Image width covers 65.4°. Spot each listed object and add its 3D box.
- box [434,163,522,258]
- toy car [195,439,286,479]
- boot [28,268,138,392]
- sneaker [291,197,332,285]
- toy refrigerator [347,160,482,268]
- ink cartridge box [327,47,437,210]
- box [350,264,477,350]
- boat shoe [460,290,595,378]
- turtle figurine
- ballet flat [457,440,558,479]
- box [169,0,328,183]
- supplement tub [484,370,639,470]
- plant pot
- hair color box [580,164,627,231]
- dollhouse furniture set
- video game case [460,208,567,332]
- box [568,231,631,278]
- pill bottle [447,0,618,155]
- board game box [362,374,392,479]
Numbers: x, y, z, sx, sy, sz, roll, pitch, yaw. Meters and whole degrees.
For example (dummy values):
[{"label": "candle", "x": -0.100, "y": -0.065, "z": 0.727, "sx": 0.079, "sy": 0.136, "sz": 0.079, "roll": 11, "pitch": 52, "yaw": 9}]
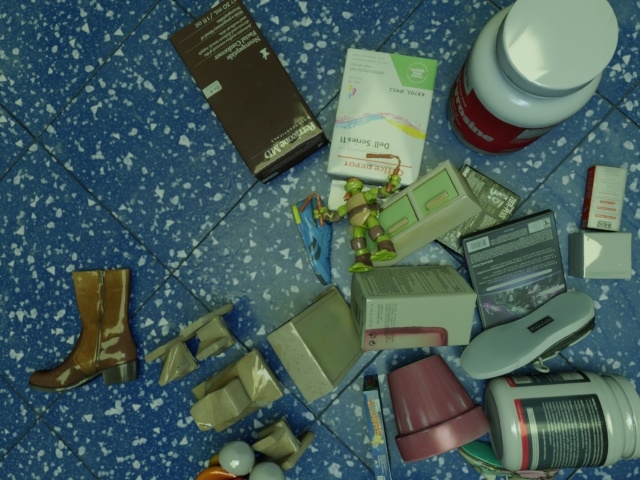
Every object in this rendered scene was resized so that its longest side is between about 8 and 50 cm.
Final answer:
[{"label": "box", "x": 0.337, "y": -0.057, "z": 1.132, "sx": 0.147, "sy": 0.077, "sz": 0.180, "roll": 32, "pitch": 93, "yaw": 5}, {"label": "toy car", "x": -0.165, "y": 0.503, "z": 0.980, "sx": 0.182, "sy": 0.136, "sz": 0.159, "roll": 28, "pitch": 109, "yaw": 16}, {"label": "boot", "x": -0.582, "y": 0.213, "z": 1.209, "sx": 0.264, "sy": 0.096, "sz": 0.280, "roll": -8, "pitch": 87, "yaw": 6}, {"label": "sneaker", "x": 0.000, "y": 0.000, "z": 1.170, "sx": 0.082, "sy": 0.069, "sz": 0.209, "roll": -18, "pitch": 87, "yaw": 1}, {"label": "toy refrigerator", "x": 0.195, "y": -0.047, "z": 1.077, "sx": 0.269, "sy": 0.094, "sz": 0.102, "roll": -33, "pitch": 53, "yaw": 25}, {"label": "ink cartridge box", "x": 0.133, "y": -0.231, "z": 1.136, "sx": 0.207, "sy": 0.119, "sz": 0.353, "roll": 9, "pitch": 90, "yaw": 5}, {"label": "box", "x": 0.191, "y": 0.140, "z": 1.070, "sx": 0.232, "sy": 0.148, "sz": 0.127, "roll": -1, "pitch": 112, "yaw": -7}, {"label": "boat shoe", "x": 0.452, "y": 0.224, "z": 1.080, "sx": 0.306, "sy": 0.113, "sz": 0.105, "roll": -32, "pitch": 122, "yaw": -4}, {"label": "turtle figurine", "x": 0.078, "y": -0.046, "z": 1.059, "sx": 0.269, "sy": 0.087, "sz": 0.217, "roll": -24, "pitch": 66, "yaw": 30}, {"label": "ballet flat", "x": 0.416, "y": 0.508, "z": 1.120, "sx": 0.221, "sy": 0.077, "sz": 0.079, "roll": 7, "pitch": 110, "yaw": 5}, {"label": "box", "x": -0.163, "y": -0.344, "z": 1.161, "sx": 0.191, "sy": 0.143, "sz": 0.381, "roll": -33, "pitch": 87, "yaw": 4}, {"label": "supplement tub", "x": 0.501, "y": 0.375, "z": 1.048, "sx": 0.272, "sy": 0.191, "sz": 0.191, "roll": -6, "pitch": 88, "yaw": 6}, {"label": "plant pot", "x": 0.237, "y": 0.355, "z": 1.086, "sx": 0.201, "sy": 0.201, "sz": 0.180, "roll": -23, "pitch": 71, "yaw": 5}, {"label": "hair color box", "x": 0.636, "y": -0.093, "z": 1.121, "sx": 0.072, "sy": 0.043, "sz": 0.141, "roll": 9, "pitch": 88, "yaw": 6}, {"label": "dollhouse furniture set", "x": -0.113, "y": 0.295, "z": 1.135, "sx": 0.394, "sy": 0.256, "sz": 0.362, "roll": -35, "pitch": 85, "yaw": 25}, {"label": "video game case", "x": 0.432, "y": 0.086, "z": 1.094, "sx": 0.196, "sy": 0.026, "sz": 0.274, "roll": -18, "pitch": 112, "yaw": 5}, {"label": "box", "x": 0.613, "y": 0.032, "z": 1.098, "sx": 0.101, "sy": 0.087, "sz": 0.102, "roll": 1, "pitch": 88, "yaw": 6}, {"label": "pill bottle", "x": 0.389, "y": -0.312, "z": 0.968, "sx": 0.229, "sy": 0.407, "sz": 0.229, "roll": 0, "pitch": 88, "yaw": 6}, {"label": "board game box", "x": 0.126, "y": 0.416, "z": 1.113, "sx": 0.035, "sy": 0.136, "sz": 0.201, "roll": -9, "pitch": 88, "yaw": 6}]
